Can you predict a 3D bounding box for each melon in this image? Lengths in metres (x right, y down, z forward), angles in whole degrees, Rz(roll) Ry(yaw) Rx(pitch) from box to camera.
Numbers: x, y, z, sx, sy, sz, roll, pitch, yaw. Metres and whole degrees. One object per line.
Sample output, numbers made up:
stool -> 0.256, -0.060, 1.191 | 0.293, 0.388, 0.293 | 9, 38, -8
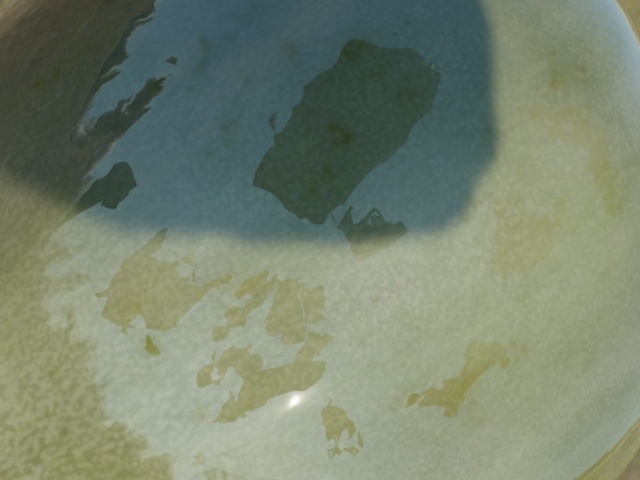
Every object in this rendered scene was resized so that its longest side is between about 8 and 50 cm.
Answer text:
melon -> -0.013, 0.007, 0.630 | 0.272, 0.308, 0.272 | 165, -90, -74
